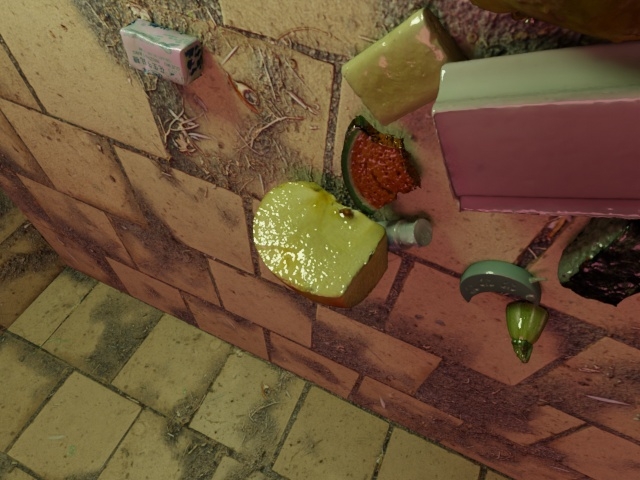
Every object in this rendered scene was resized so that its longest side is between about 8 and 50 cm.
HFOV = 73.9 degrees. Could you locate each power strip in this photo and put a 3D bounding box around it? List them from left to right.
[{"bbox_3d":[0.437,0.105,1.028,0.216,0.044,0.137,-6,133,43],"label":"power strip"}]

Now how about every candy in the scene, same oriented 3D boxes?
[{"bbox_3d":[-0.333,-0.398,0.904,0.160,0.073,0.092,23,143,11],"label":"candy"}]

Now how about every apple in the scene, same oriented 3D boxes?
[{"bbox_3d":[0.000,0.000,1.030,0.309,0.314,0.252,28,116,23],"label":"apple"}]

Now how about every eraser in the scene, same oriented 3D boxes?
[{"bbox_3d":[0.372,-0.144,0.620,0.360,0.122,0.272,3,150,30],"label":"eraser"}]

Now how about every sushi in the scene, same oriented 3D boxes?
[{"bbox_3d":[0.537,0.021,0.759,0.127,0.124,0.225,23,141,9],"label":"sushi"}]

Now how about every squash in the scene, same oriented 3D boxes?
[{"bbox_3d":[0.508,0.234,1.068,0.105,0.132,0.105,20,148,13],"label":"squash"}]

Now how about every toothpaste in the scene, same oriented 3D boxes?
[{"bbox_3d":[0.147,-0.009,1.084,0.114,0.073,0.299,44,153,-25],"label":"toothpaste"}]

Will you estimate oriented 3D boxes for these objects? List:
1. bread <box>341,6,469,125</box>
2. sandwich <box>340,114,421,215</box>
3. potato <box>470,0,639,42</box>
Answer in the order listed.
[{"bbox_3d":[0.140,-0.281,0.708,0.178,0.060,0.139,-14,129,47],"label":"bread"},{"bbox_3d":[0.116,-0.163,0.886,0.159,0.079,0.235,-9,136,31],"label":"sandwich"},{"bbox_3d":[0.273,-0.325,0.426,0.300,0.196,0.246,10,142,31],"label":"potato"}]
